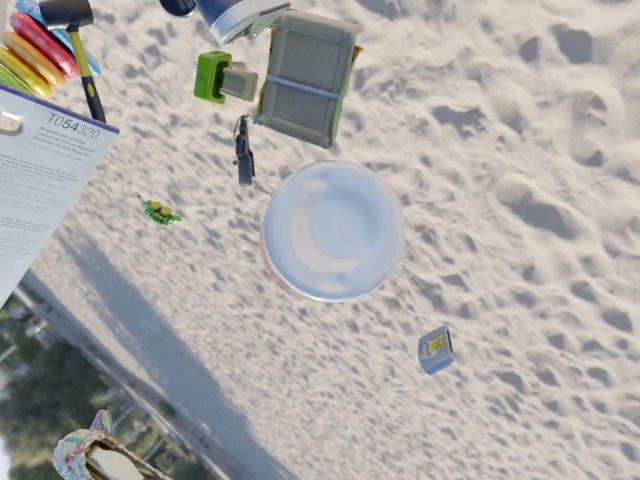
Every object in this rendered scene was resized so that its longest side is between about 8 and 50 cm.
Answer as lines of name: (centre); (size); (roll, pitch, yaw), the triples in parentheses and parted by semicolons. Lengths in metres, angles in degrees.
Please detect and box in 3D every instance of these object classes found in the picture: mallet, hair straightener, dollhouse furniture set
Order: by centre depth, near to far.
mallet: (-0.318, -0.220, 0.747); (0.039, 0.062, 0.190); (-163, 64, -65)
dollhouse furniture set: (-0.051, -0.299, 1.002); (0.301, 0.151, 0.197); (24, 113, 24)
hair straightener: (-0.206, -0.239, 1.553); (0.047, 0.089, 0.230); (11, 133, 3)

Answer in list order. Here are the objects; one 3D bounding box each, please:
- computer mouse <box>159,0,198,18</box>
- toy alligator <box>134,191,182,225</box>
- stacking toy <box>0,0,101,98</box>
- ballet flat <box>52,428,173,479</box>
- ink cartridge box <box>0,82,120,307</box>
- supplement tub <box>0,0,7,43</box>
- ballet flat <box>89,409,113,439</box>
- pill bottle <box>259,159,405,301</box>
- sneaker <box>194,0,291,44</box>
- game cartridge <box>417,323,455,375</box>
computer mouse: (-0.284, -0.635, 1.387); (0.272, 0.072, 0.188); (-13, 119, 35)
toy alligator: (-0.507, -0.087, 1.736); (0.189, 0.051, 0.056); (28, 152, 16)
stacking toy: (-0.620, -0.321, 1.154); (0.175, 0.302, 0.166); (35, 170, 29)
ballet flat: (-0.252, 0.339, 0.773); (0.077, 0.091, 0.241); (-25, 121, 39)
ink cartridge box: (-0.453, -0.062, 0.652); (0.071, 0.330, 0.324); (46, -166, 28)
supplement tub: (-0.649, -0.391, 0.818); (0.316, 0.228, 0.228); (2, 161, -16)
ballet flat: (-0.595, 0.566, 1.521); (0.077, 0.079, 0.221); (12, 104, 42)
pill bottle: (0.000, 0.000, 1.048); (0.224, 0.224, 0.392); (44, 171, -1)
sneaker: (-0.131, -0.358, 0.778); (0.086, 0.226, 0.163); (-36, 100, 22)
game cartridge: (0.174, 0.167, 0.869); (0.056, 0.083, 0.017); (-38, 109, 22)
